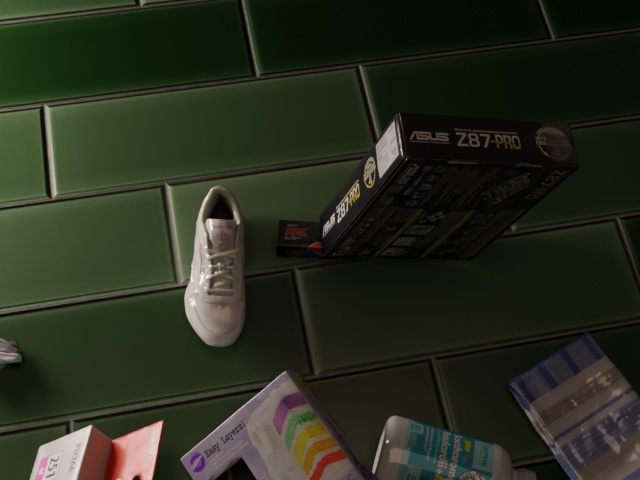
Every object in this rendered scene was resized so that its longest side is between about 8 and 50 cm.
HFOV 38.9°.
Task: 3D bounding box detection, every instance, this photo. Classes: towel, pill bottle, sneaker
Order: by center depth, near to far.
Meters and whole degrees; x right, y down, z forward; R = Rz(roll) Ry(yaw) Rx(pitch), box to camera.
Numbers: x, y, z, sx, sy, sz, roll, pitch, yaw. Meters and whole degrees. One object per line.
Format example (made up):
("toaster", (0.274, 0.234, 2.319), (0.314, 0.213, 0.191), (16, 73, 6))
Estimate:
("pill bottle", (0.225, 0.400, 1.541), (0.264, 0.146, 0.146), (15, 66, 3))
("sneaker", (-0.593, 0.201, 1.639), (0.098, 0.038, 0.069), (-8, 65, -18))
("towel", (0.499, 0.327, 1.654), (0.209, 0.034, 0.285), (-28, 70, -16))
("sneaker", (-0.195, 0.042, 1.672), (0.114, 0.152, 0.305), (-1, 67, -7))

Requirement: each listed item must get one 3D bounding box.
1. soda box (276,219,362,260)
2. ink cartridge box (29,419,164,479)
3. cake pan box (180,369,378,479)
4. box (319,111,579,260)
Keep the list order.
("soda box", (0.000, 0.000, 1.757), (0.169, 0.053, 0.060), (3, 66, -2))
("ink cartridge box", (-0.373, 0.417, 1.425), (0.239, 0.060, 0.275), (-26, 37, 25))
("cake pan box", (-0.073, 0.389, 1.514), (0.267, 0.070, 0.245), (-40, 70, 12))
("box", (0.208, -0.078, 1.586), (0.318, 0.395, 0.097), (3, 65, -18))
